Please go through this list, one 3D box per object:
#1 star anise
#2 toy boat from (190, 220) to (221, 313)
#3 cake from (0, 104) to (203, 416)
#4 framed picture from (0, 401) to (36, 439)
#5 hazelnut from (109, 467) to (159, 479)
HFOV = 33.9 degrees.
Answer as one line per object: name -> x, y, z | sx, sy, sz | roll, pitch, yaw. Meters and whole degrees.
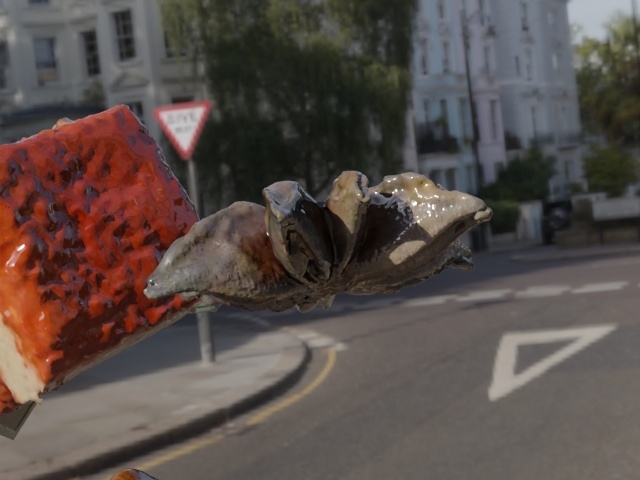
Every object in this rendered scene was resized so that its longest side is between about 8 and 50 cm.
star anise -> 0.000, 0.000, 0.573 | 0.195, 0.065, 0.182 | -13, -11, 24
toy boat -> -0.214, 0.045, 1.696 | 0.141, 0.092, 0.319 | -27, 26, -12
cake -> -0.302, 0.021, 1.167 | 0.269, 0.270, 0.319 | -29, 5, -39
framed picture -> -0.482, 0.200, 1.765 | 0.016, 0.273, 0.216 | 28, -15, 13
hazelnut -> -0.209, 0.305, 1.208 | 0.086, 0.086, 0.086 | -7, 2, 0
